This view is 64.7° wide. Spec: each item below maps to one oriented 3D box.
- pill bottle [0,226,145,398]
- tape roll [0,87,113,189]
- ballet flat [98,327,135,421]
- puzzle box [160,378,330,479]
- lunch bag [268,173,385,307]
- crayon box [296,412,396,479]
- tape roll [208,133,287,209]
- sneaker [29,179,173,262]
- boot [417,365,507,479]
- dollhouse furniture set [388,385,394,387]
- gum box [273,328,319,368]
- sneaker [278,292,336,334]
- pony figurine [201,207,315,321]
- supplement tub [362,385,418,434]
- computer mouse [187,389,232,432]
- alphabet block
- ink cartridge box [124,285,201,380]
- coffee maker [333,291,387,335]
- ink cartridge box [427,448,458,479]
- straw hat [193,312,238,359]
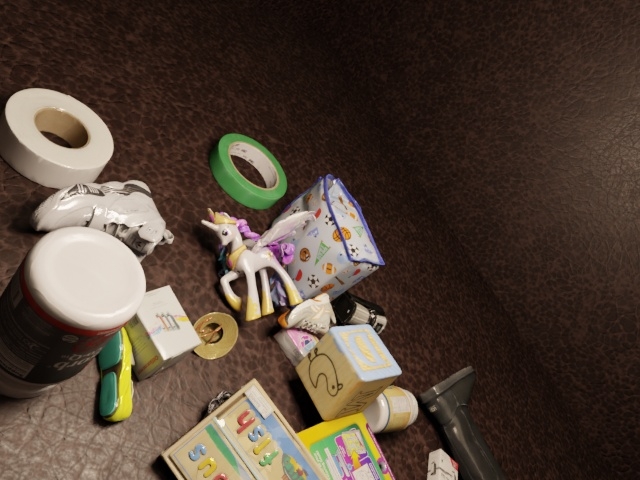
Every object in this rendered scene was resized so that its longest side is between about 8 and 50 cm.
[{"bbox_3d":[-0.513,0.153,0.982,0.210,0.363,0.210,31,36,-26],"label":"pill bottle"},{"bbox_3d":[-0.734,-0.283,1.408,0.286,0.100,0.286,31,37,-27],"label":"tape roll"},{"bbox_3d":[-0.467,0.304,1.172,0.077,0.077,0.231,43,28,-53],"label":"ballet flat"},{"bbox_3d":[-0.144,0.571,1.180,0.272,0.052,0.409,-36,87,-27],"label":"puzzle box"},{"bbox_3d":[0.000,0.000,1.806,0.238,0.327,0.386,13,46,-50],"label":"lunch bag"},{"bbox_3d":[0.068,0.684,1.397,0.313,0.106,0.363,-1,57,-50],"label":"crayon box"},{"bbox_3d":[-0.279,-0.271,1.978,0.321,0.077,0.321,32,36,-27],"label":"tape roll"},{"bbox_3d":[-0.554,-0.040,1.342,0.210,0.137,0.365,52,29,8],"label":"sneaker"},{"bbox_3d":[0.592,0.740,1.942,0.366,0.146,0.445,-9,62,-46],"label":"boot"},{"bbox_3d":[0.224,0.518,1.837,0.076,0.058,0.152,16,64,-52],"label":"dollhouse furniture set"},{"bbox_3d":[-0.052,0.352,1.628,0.188,0.062,0.107,55,32,8],"label":"gum box"},{"bbox_3d":[-0.027,0.252,1.616,0.262,0.099,0.121,-13,71,-57],"label":"sneaker"},{"bbox_3d":[-0.190,0.050,1.618,0.350,0.302,0.364,-13,81,-45],"label":"pony figurine"},{"bbox_3d":[0.215,0.557,1.670,0.199,0.144,0.144,15,46,-44],"label":"supplement tub"},{"bbox_3d":[-0.200,0.526,1.268,0.272,0.072,0.188,38,41,-1],"label":"computer mouse"},{"bbox_3d":[0.081,0.382,1.485,0.193,0.197,0.192,8,38,-45],"label":"alphabet block"},{"bbox_3d":[-0.411,0.228,1.253,0.127,0.128,0.176,-16,71,-56],"label":"ink cartridge box"},{"bbox_3d":[0.149,0.264,1.915,0.178,0.120,0.171,27,38,-33],"label":"coffee maker"},{"bbox_3d":[0.422,0.812,1.746,0.099,0.056,0.135,43,32,-12],"label":"ink cartridge box"},{"bbox_3d":[-0.307,0.254,1.412,0.144,0.145,0.061,21,0,-38],"label":"straw hat"}]
